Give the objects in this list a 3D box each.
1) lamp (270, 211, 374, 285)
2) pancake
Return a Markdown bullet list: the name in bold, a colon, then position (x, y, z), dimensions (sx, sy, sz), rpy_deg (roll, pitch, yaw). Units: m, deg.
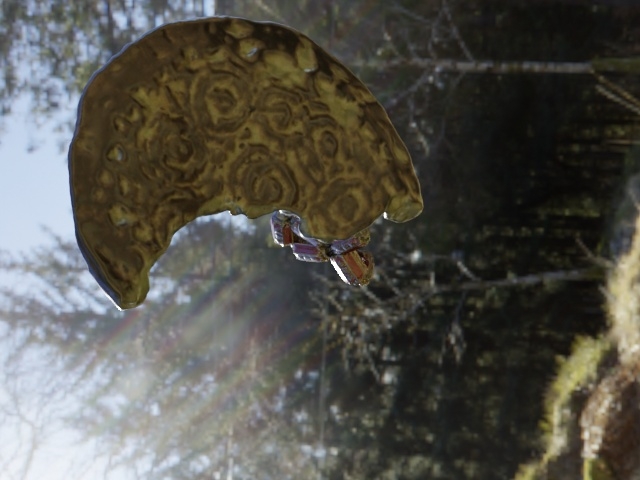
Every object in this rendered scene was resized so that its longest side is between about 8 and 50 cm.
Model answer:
- **lamp**: position (0.000, 0.000, 0.715), dimensions (0.063, 0.083, 0.031), rpy_deg (87, -154, -48)
- **pancake**: position (-0.030, -0.033, 0.470), dimensions (0.020, 0.190, 0.184), rpy_deg (-37, 36, 55)
